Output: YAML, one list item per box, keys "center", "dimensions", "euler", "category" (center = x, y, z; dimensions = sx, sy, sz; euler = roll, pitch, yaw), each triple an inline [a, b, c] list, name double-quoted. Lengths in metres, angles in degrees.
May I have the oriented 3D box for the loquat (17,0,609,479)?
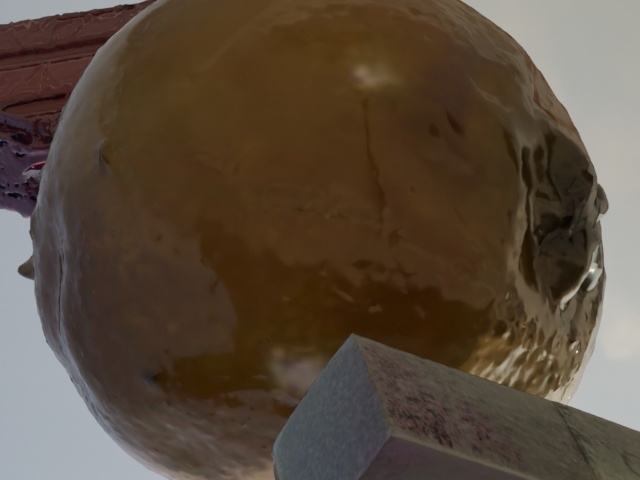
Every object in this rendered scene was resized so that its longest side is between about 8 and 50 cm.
- center: [0.000, 0.000, 0.953]
  dimensions: [0.328, 0.328, 0.328]
  euler: [31, -160, -13]
  category: "loquat"

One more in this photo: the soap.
- center: [-0.183, -0.104, 1.291]
  dimensions: [0.250, 0.099, 0.162]
  euler: [-7, -136, 7]
  category: "soap"

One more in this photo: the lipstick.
- center: [0.133, 0.124, 0.687]
  dimensions: [0.317, 0.068, 0.066]
  euler: [21, -153, -27]
  category: "lipstick"
